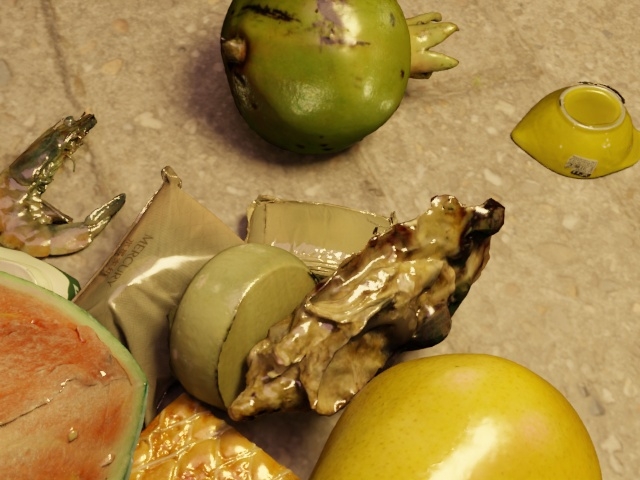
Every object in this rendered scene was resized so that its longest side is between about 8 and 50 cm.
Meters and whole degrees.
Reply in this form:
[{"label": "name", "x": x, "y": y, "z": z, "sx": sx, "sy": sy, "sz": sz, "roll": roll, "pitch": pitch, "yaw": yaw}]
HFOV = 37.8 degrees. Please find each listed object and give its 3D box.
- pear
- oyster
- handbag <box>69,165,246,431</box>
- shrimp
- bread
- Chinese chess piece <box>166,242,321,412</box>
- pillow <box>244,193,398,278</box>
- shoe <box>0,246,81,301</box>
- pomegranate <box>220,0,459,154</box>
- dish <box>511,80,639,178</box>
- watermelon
[{"label": "pear", "x": 0.110, "y": 0.235, "z": 0.883, "sx": 0.336, "sy": 0.285, "sz": 0.285, "roll": 22, "pitch": 42, "yaw": -47}, {"label": "oyster", "x": 0.061, "y": 0.081, "z": 1.000, "sx": 0.361, "sy": 0.221, "sz": 0.096, "roll": -24, "pitch": 45, "yaw": -32}, {"label": "handbag", "x": -0.179, "y": 0.069, "z": 1.057, "sx": 0.182, "sy": 0.117, "sz": 0.270, "roll": 36, "pitch": 67, "yaw": -6}, {"label": "shrimp", "x": -0.322, "y": -0.067, "z": 1.177, "sx": 0.150, "sy": 0.051, "sz": 0.217, "roll": 27, "pitch": 64, "yaw": 6}, {"label": "bread", "x": -0.114, "y": 0.259, "z": 0.974, "sx": 0.188, "sy": 0.068, "sz": 0.125, "roll": 34, "pitch": 59, "yaw": 14}, {"label": "Chinese chess piece", "x": -0.080, "y": 0.095, "z": 1.018, "sx": 0.083, "sy": 0.188, "sz": 0.188, "roll": 22, "pitch": 53, "yaw": 33}, {"label": "pillow", "x": 0.000, "y": 0.000, "z": 1.173, "sx": 0.208, "sy": 0.053, "sz": 0.119, "roll": 7, "pitch": 52, "yaw": -4}, {"label": "shoe", "x": -0.394, "y": 0.043, "z": 1.075, "sx": 0.264, "sy": 0.110, "sz": 0.095, "roll": 16, "pitch": 93, "yaw": 26}, {"label": "pomegranate", "x": 0.027, "y": -0.251, "z": 1.241, "sx": 0.340, "sy": 0.260, "sz": 0.261, "roll": -14, "pitch": 60, "yaw": -21}, {"label": "dish", "x": 0.381, "y": -0.168, "z": 1.329, "sx": 0.207, "sy": 0.080, "sz": 0.149, "roll": -3, "pitch": 58, "yaw": -9}, {"label": "watermelon", "x": -0.289, "y": 0.225, "z": 0.890, "sx": 0.222, "sy": 0.292, "sz": 0.319, "roll": 9, "pitch": 21, "yaw": -17}]
